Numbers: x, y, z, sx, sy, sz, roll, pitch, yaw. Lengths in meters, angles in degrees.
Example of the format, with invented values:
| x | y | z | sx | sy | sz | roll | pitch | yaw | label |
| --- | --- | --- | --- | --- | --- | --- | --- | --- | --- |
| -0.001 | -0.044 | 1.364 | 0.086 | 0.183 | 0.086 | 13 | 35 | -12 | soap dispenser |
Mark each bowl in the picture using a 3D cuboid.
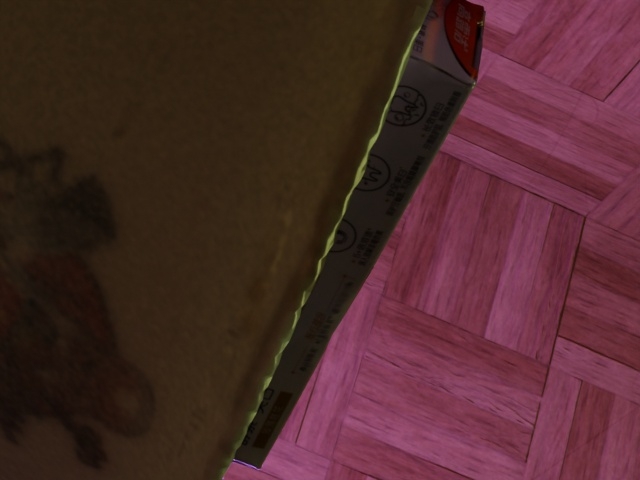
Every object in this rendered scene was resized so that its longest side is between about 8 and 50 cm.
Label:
| x | y | z | sx | sy | sz | roll | pitch | yaw | label |
| --- | --- | --- | --- | --- | --- | --- | --- | --- | --- |
| -0.090 | -0.087 | 0.634 | 0.435 | 0.196 | 0.435 | -159 | -90 | -83 | bowl |

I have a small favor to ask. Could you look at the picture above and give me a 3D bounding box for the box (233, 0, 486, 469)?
| x | y | z | sx | sy | sz | roll | pitch | yaw | label |
| --- | --- | --- | --- | --- | --- | --- | --- | --- | --- |
| 0.000 | 0.000 | 0.646 | 0.055 | 0.039 | 0.218 | -79 | -167 | -52 | box |
